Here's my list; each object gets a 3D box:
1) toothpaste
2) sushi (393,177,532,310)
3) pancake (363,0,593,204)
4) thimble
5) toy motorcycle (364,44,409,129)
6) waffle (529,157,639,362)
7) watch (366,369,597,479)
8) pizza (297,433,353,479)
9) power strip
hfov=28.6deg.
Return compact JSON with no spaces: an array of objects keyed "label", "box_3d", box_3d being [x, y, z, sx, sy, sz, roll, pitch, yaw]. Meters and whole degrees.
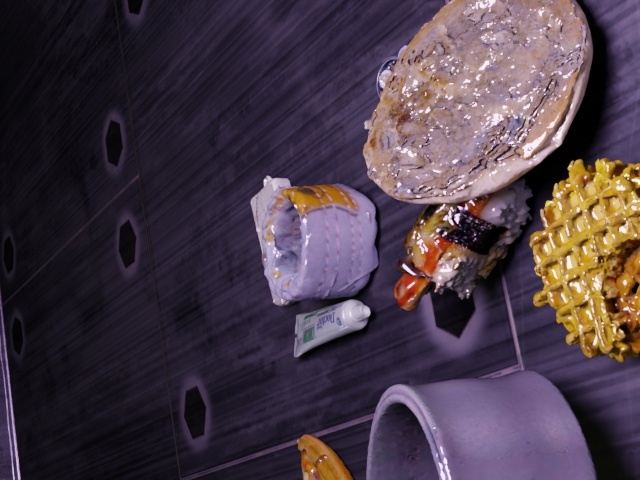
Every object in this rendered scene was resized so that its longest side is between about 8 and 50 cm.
[{"label":"toothpaste","box_3d":[0.010,0.115,1.715,0.218,0.041,0.064,-26,58,61]},{"label":"sushi","box_3d":[0.159,-0.013,1.370,0.103,0.097,0.226,39,109,12]},{"label":"pancake","box_3d":[0.159,-0.155,1.313,0.282,0.049,0.282,-22,54,34]},{"label":"thimble","box_3d":[-0.001,0.002,1.647,0.127,0.117,0.151,34,121,55]},{"label":"toy motorcycle","box_3d":[0.133,-0.145,1.451,0.228,0.074,0.151,11,96,50]},{"label":"waffle","box_3d":[0.279,0.018,1.202,0.197,0.070,0.193,6,96,60]},{"label":"watch","box_3d":[0.155,0.313,1.276,0.327,0.314,0.335,-110,21,-51]},{"label":"pizza","box_3d":[-0.001,0.366,1.748,0.185,0.036,0.176,62,142,38]},{"label":"power strip","box_3d":[-0.058,0.002,1.829,0.081,0.035,0.192,-43,54,53]}]
